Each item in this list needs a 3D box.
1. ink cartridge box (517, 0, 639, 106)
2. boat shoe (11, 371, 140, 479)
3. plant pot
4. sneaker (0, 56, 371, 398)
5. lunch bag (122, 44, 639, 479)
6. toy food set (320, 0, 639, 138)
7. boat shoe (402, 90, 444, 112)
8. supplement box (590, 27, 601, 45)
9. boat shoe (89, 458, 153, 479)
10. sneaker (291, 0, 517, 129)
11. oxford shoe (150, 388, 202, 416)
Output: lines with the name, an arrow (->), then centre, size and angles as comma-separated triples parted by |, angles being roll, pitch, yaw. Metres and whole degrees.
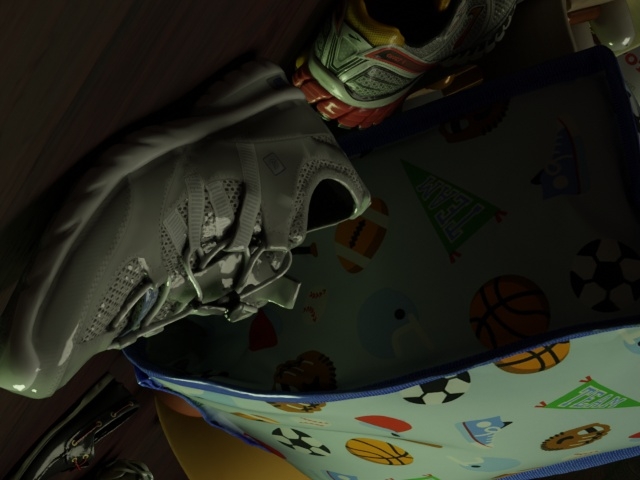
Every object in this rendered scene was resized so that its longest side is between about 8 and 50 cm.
ink cartridge box -> 0.268, -0.178, 1.977 | 0.278, 0.201, 0.117 | -52, 176, 21
boat shoe -> -0.199, 0.164, 1.334 | 0.133, 0.042, 0.049 | -45, 176, -33
plant pot -> -0.031, 0.173, 1.688 | 0.203, 0.291, 0.291 | -34, 178, 10
sneaker -> -0.061, -0.001, 0.857 | 0.281, 0.115, 0.105 | -45, 173, -45
lunch bag -> 0.085, 0.054, 1.209 | 0.385, 0.239, 0.328 | -20, 153, 16
toy food set -> 0.157, -0.130, 1.336 | 0.219, 0.092, 0.306 | -24, 179, 29
boat shoe -> 0.078, -0.080, 1.757 | 0.219, 0.078, 0.070 | -52, 174, 3
supplement box -> 0.251, -0.276, 1.506 | 0.073, 0.130, 0.239 | -49, 176, -11
boat shoe -> -0.223, 0.274, 1.808 | 0.081, 0.079, 0.227 | -56, -178, -5
sneaker -> 0.076, -0.157, 1.082 | 0.225, 0.088, 0.093 | -46, 173, -41
oxford shoe -> 0.000, 0.000, 1.399 | 0.364, 0.130, 0.133 | -47, 168, -32
